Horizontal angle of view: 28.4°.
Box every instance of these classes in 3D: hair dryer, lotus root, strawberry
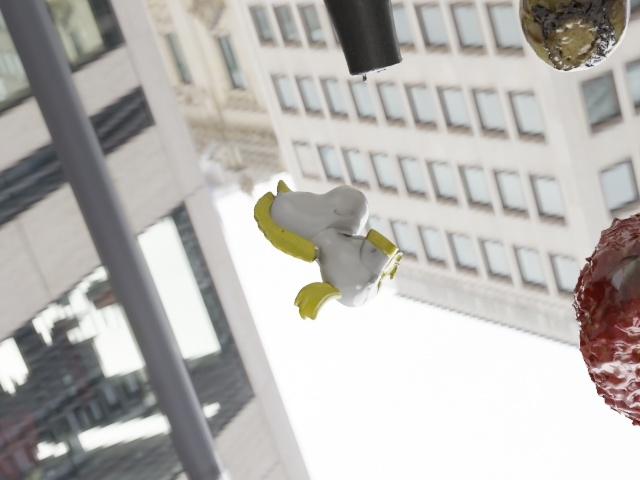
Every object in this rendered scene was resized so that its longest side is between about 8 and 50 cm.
[{"bbox_3d":[-0.009,-0.253,1.105,0.091,0.235,0.272,-18,-170,-14],"label":"hair dryer"},{"bbox_3d":[0.343,-0.334,1.721,0.141,0.169,0.314,3,-143,-1],"label":"lotus root"},{"bbox_3d":[0.405,0.064,1.377,0.312,0.351,0.267,-42,-126,21],"label":"strawberry"}]

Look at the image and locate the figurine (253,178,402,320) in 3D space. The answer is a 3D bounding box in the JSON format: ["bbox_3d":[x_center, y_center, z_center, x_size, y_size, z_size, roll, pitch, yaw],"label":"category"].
[{"bbox_3d":[0.006,-0.005,1.386,0.130,0.109,0.178,-21,-114,-19],"label":"figurine"}]
